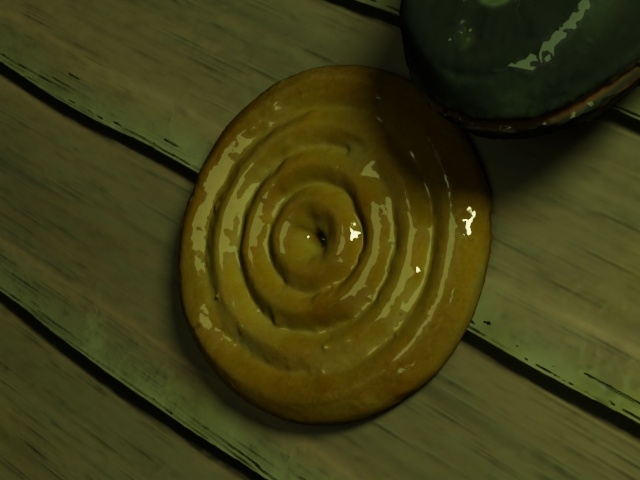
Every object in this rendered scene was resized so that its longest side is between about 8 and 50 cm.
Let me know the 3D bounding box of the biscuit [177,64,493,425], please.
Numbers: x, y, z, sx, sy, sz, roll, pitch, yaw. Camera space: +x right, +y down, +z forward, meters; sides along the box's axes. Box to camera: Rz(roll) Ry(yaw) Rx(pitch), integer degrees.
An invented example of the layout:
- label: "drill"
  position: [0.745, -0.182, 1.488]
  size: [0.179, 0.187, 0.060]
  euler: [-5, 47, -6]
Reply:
- label: "biscuit"
  position: [-0.001, 0.000, 1.093]
  size: [0.262, 0.037, 0.262]
  euler: [-7, 77, 34]

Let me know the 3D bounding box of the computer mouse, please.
- label: "computer mouse"
  position: [0.172, -0.206, 0.964]
  size: [0.183, 0.116, 0.323]
  euler: [33, 93, 36]
